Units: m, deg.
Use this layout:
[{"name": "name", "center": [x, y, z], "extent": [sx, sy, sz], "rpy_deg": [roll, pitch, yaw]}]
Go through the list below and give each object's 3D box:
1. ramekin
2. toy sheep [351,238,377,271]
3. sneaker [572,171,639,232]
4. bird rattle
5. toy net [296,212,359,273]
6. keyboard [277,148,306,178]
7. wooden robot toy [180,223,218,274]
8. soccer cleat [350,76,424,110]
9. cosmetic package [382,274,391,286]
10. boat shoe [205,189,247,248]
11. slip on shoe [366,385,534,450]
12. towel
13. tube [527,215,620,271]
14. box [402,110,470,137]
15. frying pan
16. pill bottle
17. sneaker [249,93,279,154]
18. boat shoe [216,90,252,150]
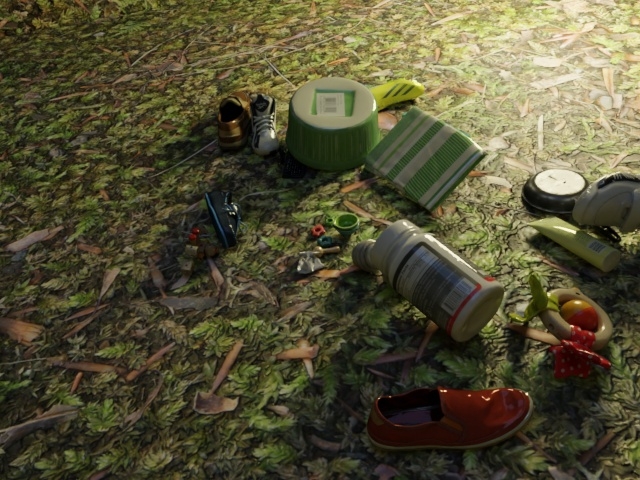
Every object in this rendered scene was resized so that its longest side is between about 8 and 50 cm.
[{"name": "ramekin", "center": [0.039, -0.372, 2.180], "extent": [0.304, 0.148, 0.303], "rpy_deg": [-1, 49, 1]}, {"name": "toy sheep", "center": [0.128, 0.037, 1.761], "extent": [0.091, 0.091, 0.132], "rpy_deg": [-35, 14, -29]}, {"name": "sneaker", "center": [0.812, -0.068, 1.705], "extent": [0.366, 0.137, 0.210], "rpy_deg": [-9, 37, -20]}, {"name": "bird rattle", "center": [0.541, 0.174, 1.504], "extent": [0.207, 0.143, 0.253], "rpy_deg": [-12, 40, -31]}, {"name": "toy net", "center": [0.000, 0.000, 1.861], "extent": [0.122, 0.045, 0.232], "rpy_deg": [22, 48, 31]}, {"name": "keyboard", "center": [-0.089, -0.261, 2.199], "extent": [0.100, 0.038, 0.192], "rpy_deg": [-2, 39, 7]}, {"name": "wooden robot toy", "center": [-0.314, 0.020, 1.877], "extent": [0.079, 0.076, 0.173], "rpy_deg": [10, 42, 5]}, {"name": "soccer cleat", "center": [0.213, -0.487, 2.402], "extent": [0.290, 0.093, 0.121], "rpy_deg": [-3, 70, 0]}, {"name": "cosmetic package", "center": [0.215, 0.072, 1.740], "extent": [0.115, 0.041, 0.060], "rpy_deg": [-29, 44, -23]}, {"name": "boat shoe", "center": [-0.261, -0.077, 1.954], "extent": [0.089, 0.109, 0.258], "rpy_deg": [-14, 42, -12]}, {"name": "slip on shoe", "center": [0.254, 0.337, 1.369], "extent": [0.332, 0.101, 0.123], "rpy_deg": [-6, 38, 0]}, {"name": "towel", "center": [0.294, -0.239, 2.028], "extent": [0.248, 0.038, 0.325], "rpy_deg": [-47, 46, 0]}, {"name": "tube", "center": [0.634, -0.002, 1.751], "extent": [0.062, 0.070, 0.240], "rpy_deg": [-54, 40, 6]}, {"name": "box", "center": [0.351, -0.310, 2.132], "extent": [0.060, 0.100, 0.244], "rpy_deg": [-29, 43, -21]}, {"name": "frying pan", "center": [0.655, -0.103, 1.875], "extent": [0.198, 0.053, 0.326], "rpy_deg": [-5, 36, 4]}, {"name": "pill bottle", "center": [0.258, 0.084, 1.593], "extent": [0.161, 0.161, 0.283], "rpy_deg": [-32, 54, -26]}, {"name": "sneaker", "center": [-0.187, -0.392, 2.281], "extent": [0.094, 0.153, 0.234], "rpy_deg": [-4, 40, 6]}, {"name": "boat shoe", "center": [-0.287, -0.432, 2.372], "extent": [0.123, 0.119, 0.323], "rpy_deg": [-6, 40, 2]}]
